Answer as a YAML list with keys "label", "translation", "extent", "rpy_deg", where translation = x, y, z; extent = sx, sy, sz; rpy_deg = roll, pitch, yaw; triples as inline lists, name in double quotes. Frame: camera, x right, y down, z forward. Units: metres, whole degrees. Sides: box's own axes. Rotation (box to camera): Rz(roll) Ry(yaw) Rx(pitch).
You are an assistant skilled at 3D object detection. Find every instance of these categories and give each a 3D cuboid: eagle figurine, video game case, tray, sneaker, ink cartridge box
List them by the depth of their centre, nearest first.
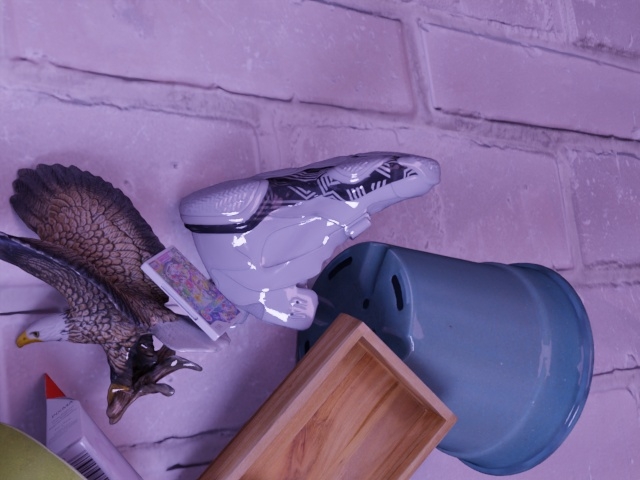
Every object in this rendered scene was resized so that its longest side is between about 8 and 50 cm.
- label: "ink cartridge box"
  translation: [-0.241, 0.250, 1.386]
  extent: [0.189, 0.066, 0.232]
  rpy_deg: [55, 4, -23]
- label: "eagle figurine"
  translation: [-0.270, 0.058, 1.424]
  extent: [0.225, 0.226, 0.298]
  rpy_deg: [-29, 107, -28]
- label: "video game case"
  translation: [-0.150, 0.060, 1.428]
  extent: [0.122, 0.011, 0.087]
  rpy_deg: [45, 20, 1]
- label: "tray"
  translation: [-0.030, 0.314, 1.545]
  extent: [0.411, 0.076, 0.203]
  rpy_deg: [-49, 113, -11]
- label: "sneaker"
  translation: [0.000, 0.000, 1.686]
  extent: [0.365, 0.137, 0.210]
  rpy_deg: [-12, 101, -6]

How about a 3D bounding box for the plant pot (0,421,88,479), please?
- label: "plant pot"
  translation: [-0.342, 0.383, 1.219]
  extent: [0.293, 0.274, 0.275]
  rpy_deg: [-47, 115, -27]

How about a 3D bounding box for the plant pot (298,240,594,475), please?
- label: "plant pot"
  translation: [0.170, 0.161, 1.809]
  extent: [0.334, 0.341, 0.341]
  rpy_deg: [17, 66, -37]
